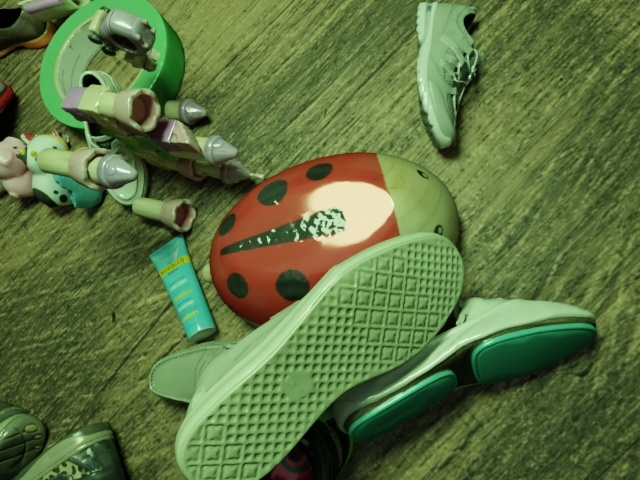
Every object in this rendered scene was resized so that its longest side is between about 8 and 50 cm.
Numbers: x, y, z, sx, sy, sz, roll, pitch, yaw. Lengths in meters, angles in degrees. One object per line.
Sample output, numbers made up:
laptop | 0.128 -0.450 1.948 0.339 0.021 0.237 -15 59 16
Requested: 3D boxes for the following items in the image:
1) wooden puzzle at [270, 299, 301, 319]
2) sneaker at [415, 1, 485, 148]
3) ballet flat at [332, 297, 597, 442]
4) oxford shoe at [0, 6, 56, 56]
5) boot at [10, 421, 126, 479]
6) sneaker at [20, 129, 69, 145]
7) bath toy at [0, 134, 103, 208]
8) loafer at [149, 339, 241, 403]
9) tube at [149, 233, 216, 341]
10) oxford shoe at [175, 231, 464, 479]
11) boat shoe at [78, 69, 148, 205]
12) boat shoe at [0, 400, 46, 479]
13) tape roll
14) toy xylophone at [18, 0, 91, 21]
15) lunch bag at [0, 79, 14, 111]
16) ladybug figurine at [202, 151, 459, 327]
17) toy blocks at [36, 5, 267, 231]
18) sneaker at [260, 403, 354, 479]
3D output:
wooden puzzle | -0.030 0.119 0.699 0.116 0.078 0.014 -28 38 29
sneaker | 0.225 -0.295 0.793 0.115 0.105 0.281 -2 77 15
ballet flat | 0.195 0.158 0.685 0.400 0.139 0.139 -23 72 -1
oxford shoe | -0.793 -0.522 1.133 0.271 0.098 0.096 -6 76 14
boot | -0.450 0.538 0.784 0.377 0.138 0.284 -41 70 -2
sneaker | -0.621 -0.230 1.049 0.118 0.042 0.067 31 91 12
bath toy | -0.636 -0.150 0.976 0.348 0.129 0.151 7 99 19
loafer | -0.159 0.219 0.778 0.320 0.111 0.112 -12 73 16
tube | -0.259 0.090 0.876 0.080 0.052 0.207 -31 66 0
oxford shoe | 0.004 0.134 0.616 0.449 0.130 0.169 -37 104 -13
boat shoe | -0.408 -0.195 0.904 0.096 0.088 0.267 -6 104 -5
boat shoe | -0.667 0.471 0.872 0.130 0.132 0.355 26 77 29
tape roll | -0.461 -0.380 1.021 0.321 0.077 0.321 -4 77 16
toy xylophone | -0.574 -0.649 1.091 0.236 0.081 0.322 -14 63 11
lunch bag | -0.851 -0.258 1.028 0.293 0.120 0.258 -30 41 11
ladybug figurine | 0.000 0.000 0.759 0.449 0.162 0.305 -19 74 11
toy blocks | -0.255 -0.190 0.811 0.260 0.288 0.308 11 78 23
sneaker | -0.125 0.442 0.672 0.185 0.202 0.482 25 85 20
